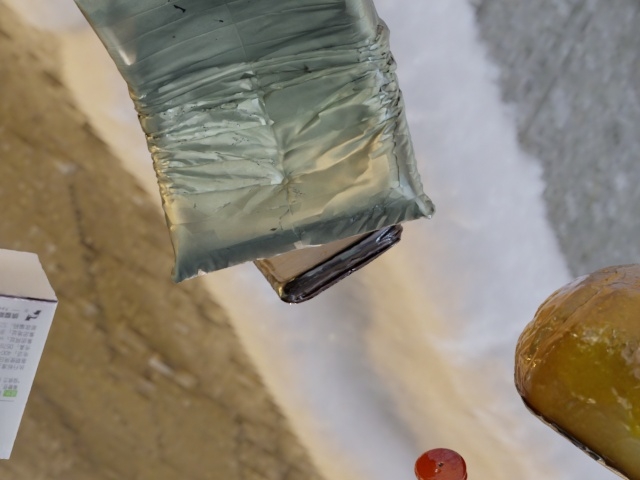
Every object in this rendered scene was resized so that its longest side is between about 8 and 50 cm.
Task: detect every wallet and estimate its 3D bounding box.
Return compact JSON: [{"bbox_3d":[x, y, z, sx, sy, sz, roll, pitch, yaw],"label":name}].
[{"bbox_3d":[0.000,0.000,1.547,0.031,0.122,0.232,62,175,-13],"label":"wallet"}]

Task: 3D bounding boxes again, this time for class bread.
[{"bbox_3d":[0.356,0.136,1.612,0.337,0.328,0.148,37,109,15],"label":"bread"}]

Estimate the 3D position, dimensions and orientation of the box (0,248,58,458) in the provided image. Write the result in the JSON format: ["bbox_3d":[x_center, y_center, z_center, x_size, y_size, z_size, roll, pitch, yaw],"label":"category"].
[{"bbox_3d":[-0.413,0.102,1.754,0.260,0.194,0.111,8,-154,-30],"label":"box"}]

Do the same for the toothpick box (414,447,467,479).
[{"bbox_3d":[0.107,0.221,1.554,0.047,0.047,0.083,18,139,23],"label":"toothpick box"}]

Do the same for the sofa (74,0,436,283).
[{"bbox_3d":[-0.050,-0.114,1.244,0.210,0.176,0.225,-13,143,6],"label":"sofa"}]
